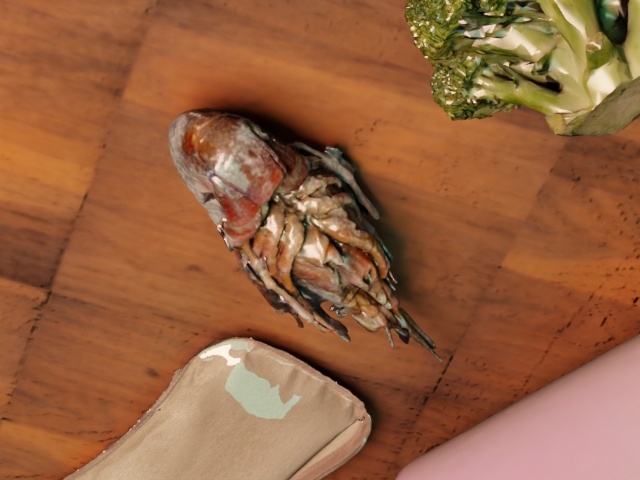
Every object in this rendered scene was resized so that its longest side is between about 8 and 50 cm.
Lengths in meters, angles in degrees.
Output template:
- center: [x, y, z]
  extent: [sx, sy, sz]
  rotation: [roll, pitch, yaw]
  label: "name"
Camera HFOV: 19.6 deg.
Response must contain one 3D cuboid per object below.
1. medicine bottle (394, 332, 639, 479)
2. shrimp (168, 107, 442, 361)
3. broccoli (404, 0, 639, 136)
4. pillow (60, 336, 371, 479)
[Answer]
- center: [0.159, 0.200, 1.115]
  extent: [0.388, 0.219, 0.219]
  rotation: [-32, 120, 17]
  label: "medicine bottle"
- center: [0.000, 0.000, 1.058]
  extent: [0.233, 0.079, 0.090]
  rotation: [42, 75, -29]
  label: "shrimp"
- center: [0.123, -0.122, 0.947]
  extent: [0.162, 0.138, 0.146]
  rotation: [-32, 154, 3]
  label: "broccoli"
- center: [-0.081, 0.151, 1.178]
  extent: [0.130, 0.038, 0.232]
  rotation: [36, 115, -21]
  label: "pillow"
